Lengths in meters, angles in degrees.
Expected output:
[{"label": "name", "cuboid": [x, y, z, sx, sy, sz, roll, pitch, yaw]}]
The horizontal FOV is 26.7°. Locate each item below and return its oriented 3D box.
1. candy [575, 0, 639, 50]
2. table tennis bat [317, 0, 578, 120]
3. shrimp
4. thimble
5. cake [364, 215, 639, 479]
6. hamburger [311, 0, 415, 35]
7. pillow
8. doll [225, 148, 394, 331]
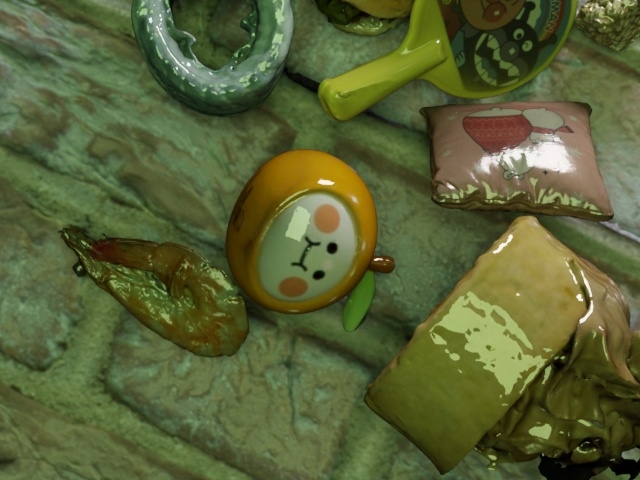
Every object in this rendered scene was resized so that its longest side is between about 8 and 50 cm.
[{"label": "candy", "cuboid": [0.392, -0.302, 1.753, 0.110, 0.095, 0.085, -52, 49, 10]}, {"label": "table tennis bat", "cuboid": [0.165, -0.256, 1.720, 0.369, 0.054, 0.224, -27, 127, -5]}, {"label": "shrimp", "cuboid": [-0.220, 0.051, 1.762, 0.294, 0.062, 0.154, 26, 127, 9]}, {"label": "thimble", "cuboid": [-0.139, -0.285, 1.744, 0.205, 0.172, 0.250, -19, 90, -3]}, {"label": "cake", "cuboid": [0.264, 0.177, 1.629, 0.321, 0.332, 0.332, 40, 90, 7]}, {"label": "hamburger", "cuboid": [0.056, -0.377, 1.739, 0.330, 0.162, 0.209, 34, 88, -1]}, {"label": "pillow", "cuboid": [0.245, -0.107, 1.717, 0.236, 0.223, 0.084, 4, 131, 1]}, {"label": "doll", "cuboid": [0.000, 0.000, 1.722, 0.236, 0.213, 0.213, 25, 89, -24]}]
